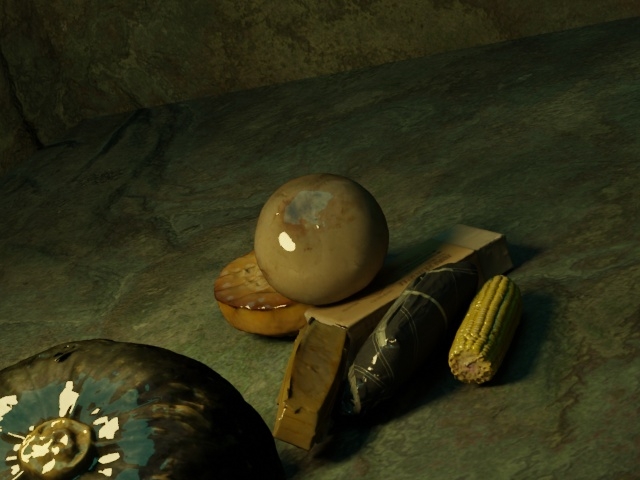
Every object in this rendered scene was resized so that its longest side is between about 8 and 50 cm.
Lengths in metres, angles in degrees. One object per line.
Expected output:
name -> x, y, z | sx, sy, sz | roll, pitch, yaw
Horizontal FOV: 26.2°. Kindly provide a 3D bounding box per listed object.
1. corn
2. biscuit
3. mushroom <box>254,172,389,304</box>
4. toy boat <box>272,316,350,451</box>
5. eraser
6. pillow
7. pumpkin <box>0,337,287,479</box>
corn -> 0.252, 0.133, 2.069 | 0.081, 0.081, 0.248 | -11, 22, 25
biscuit -> -0.042, 0.078, 2.449 | 0.296, 0.102, 0.296 | -12, 24, 6
mushroom -> 0.000, 0.000, 2.283 | 0.226, 0.226, 0.178 | -22, -16, -3
toy boat -> -0.015, 0.222, 2.063 | 0.089, 0.115, 0.310 | 18, 29, -1
eraser -> 0.149, 0.083, 2.299 | 0.343, 0.078, 0.144 | -29, 22, -22
pillow -> 0.136, 0.146, 2.090 | 0.092, 0.161, 0.335 | 32, 44, 14
pumpkin -> -0.259, 0.333, 1.615 | 0.454, 0.344, 0.454 | -8, 50, 10
